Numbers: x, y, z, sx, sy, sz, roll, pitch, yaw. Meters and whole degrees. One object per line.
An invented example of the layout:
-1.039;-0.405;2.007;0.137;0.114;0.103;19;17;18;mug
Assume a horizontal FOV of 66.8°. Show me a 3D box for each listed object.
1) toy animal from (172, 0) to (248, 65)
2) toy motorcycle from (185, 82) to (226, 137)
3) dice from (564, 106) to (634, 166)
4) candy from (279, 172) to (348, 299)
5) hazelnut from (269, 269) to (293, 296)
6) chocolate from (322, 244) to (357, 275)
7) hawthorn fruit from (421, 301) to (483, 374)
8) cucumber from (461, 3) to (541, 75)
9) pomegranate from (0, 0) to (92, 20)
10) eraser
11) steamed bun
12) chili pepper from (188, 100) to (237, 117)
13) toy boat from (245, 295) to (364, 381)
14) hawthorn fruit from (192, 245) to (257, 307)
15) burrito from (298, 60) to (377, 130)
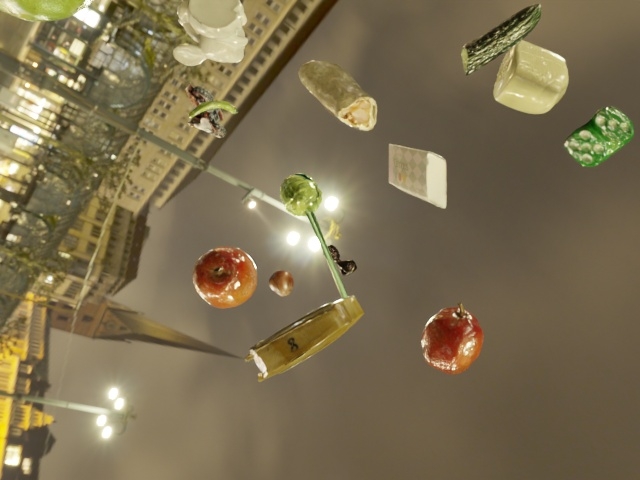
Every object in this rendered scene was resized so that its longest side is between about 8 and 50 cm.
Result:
-0.267;-0.516;1.181;0.193;0.178;0.128;153;-64;-71;toy animal
-0.363;-0.395;1.486;0.118;0.212;0.084;23;-113;16;toy motorcycle
0.799;-0.296;1.392;0.128;0.120;0.131;-37;169;-22;dice
0.000;0.000;1.030;0.092;0.093;0.336;-21;-114;-4;candy
-0.119;0.132;1.487;0.086;0.086;0.086;-33;-136;38;hazelnut
0.070;0.077;1.786;0.147;0.070;0.072;45;-42;44;chocolate
0.443;0.314;1.612;0.205;0.205;0.253;-118;-147;-51;hawthorn fruit
0.497;-0.554;1.334;0.265;0.077;0.077;-31;-141;4;cucumber
-0.477;-0.500;0.781;0.261;0.260;0.340;-62;-159;2;pomegranate
0.374;-0.266;1.927;0.397;0.082;0.213;-132;-143;-70;eraser
0.645;-0.490;1.499;0.155;0.199;0.250;111;2;-55;steamed bun
-0.177;-0.217;0.804;0.017;0.083;0.030;49;-42;45;chili pepper
-0.028;0.166;0.835;0.226;0.088;0.068;-34;-101;13;toy boat
-0.363;0.122;1.785;0.234;0.263;0.231;-17;-137;21;hawthorn fruit
0.055;-0.443;1.455;0.299;0.143;0.105;56;-41;41;burrito
